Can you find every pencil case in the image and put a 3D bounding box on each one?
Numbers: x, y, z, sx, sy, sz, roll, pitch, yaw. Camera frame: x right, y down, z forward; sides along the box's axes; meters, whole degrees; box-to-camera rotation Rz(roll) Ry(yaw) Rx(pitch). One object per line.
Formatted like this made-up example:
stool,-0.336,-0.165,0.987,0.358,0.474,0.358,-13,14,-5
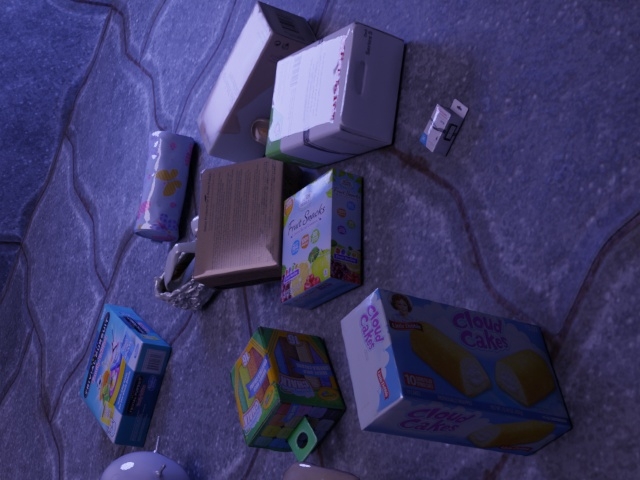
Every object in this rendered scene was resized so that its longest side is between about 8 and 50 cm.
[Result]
pencil case,-0.385,-0.132,2.460,0.124,0.113,0.273,156,123,-65

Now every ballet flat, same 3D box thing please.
ballet flat,-0.234,0.017,2.119,0.409,0.147,0.147,-51,38,36

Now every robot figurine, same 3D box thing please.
robot figurine,-0.379,0.584,2.052,0.300,0.199,0.353,39,111,57

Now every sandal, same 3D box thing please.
sandal,-0.082,-0.209,2.001,0.180,0.049,0.072,19,102,40

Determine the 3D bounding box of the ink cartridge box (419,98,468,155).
ink cartridge box,0.193,-0.181,1.568,0.083,0.028,0.048,-65,31,18

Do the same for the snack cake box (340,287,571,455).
snack cake box,0.165,0.164,1.227,0.089,0.264,0.152,-47,41,40

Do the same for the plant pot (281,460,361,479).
plant pot,0.019,0.474,1.340,0.334,0.333,0.305,-10,58,58

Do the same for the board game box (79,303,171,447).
board game box,-0.490,0.326,2.480,0.336,0.079,0.254,25,99,60

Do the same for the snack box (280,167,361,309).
snack box,0.000,0.000,1.783,0.174,0.070,0.207,-32,50,52

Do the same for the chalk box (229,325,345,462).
chalk box,-0.056,0.273,1.698,0.132,0.132,0.213,-57,35,31

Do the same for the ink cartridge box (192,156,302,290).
ink cartridge box,-0.138,-0.033,1.938,0.193,0.088,0.235,-9,67,27

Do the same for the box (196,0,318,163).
box,-0.133,-0.322,2.097,0.311,0.121,0.148,-59,35,28

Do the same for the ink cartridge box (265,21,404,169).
ink cartridge box,0.021,-0.253,1.807,0.273,0.114,0.198,-10,70,59
